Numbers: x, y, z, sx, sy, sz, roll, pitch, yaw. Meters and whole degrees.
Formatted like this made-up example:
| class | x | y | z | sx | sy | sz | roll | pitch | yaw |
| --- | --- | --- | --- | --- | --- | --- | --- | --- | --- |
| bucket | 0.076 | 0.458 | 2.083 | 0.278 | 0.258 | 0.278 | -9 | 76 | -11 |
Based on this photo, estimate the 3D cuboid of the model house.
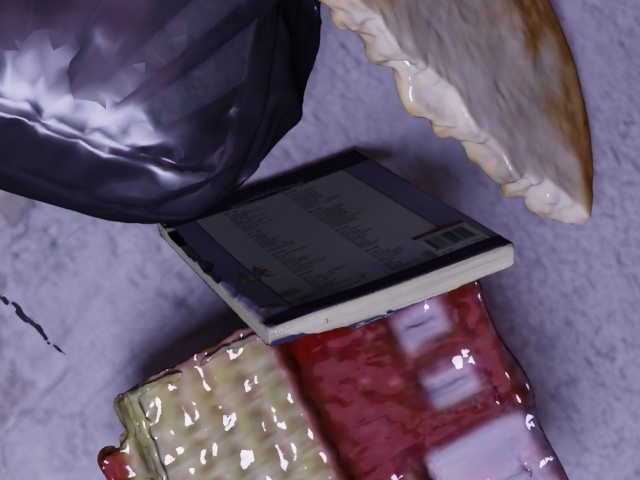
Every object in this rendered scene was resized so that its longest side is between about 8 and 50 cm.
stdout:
| class | x | y | z | sx | sy | sz | roll | pitch | yaw |
| --- | --- | --- | --- | --- | --- | --- | --- | --- | --- |
| model house | -0.001 | 0.144 | 0.883 | 0.254 | 0.160 | 0.196 | -23 | 85 | -16 |

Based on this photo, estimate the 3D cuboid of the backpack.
| class | x | y | z | sx | sy | sz | roll | pitch | yaw |
| --- | --- | --- | --- | --- | --- | --- | --- | --- | --- |
| backpack | -0.146 | -0.244 | 0.881 | 0.363 | 0.255 | 0.445 | 21 | 83 | -12 |

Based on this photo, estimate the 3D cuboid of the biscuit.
| class | x | y | z | sx | sy | sz | roll | pitch | yaw |
| --- | --- | --- | --- | --- | --- | --- | --- | --- | --- |
| biscuit | 0.100 | -0.153 | 0.963 | 0.309 | 0.040 | 0.204 | 37 | 48 | -40 |

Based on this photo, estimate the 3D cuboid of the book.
| class | x | y | z | sx | sy | sz | roll | pitch | yaw |
| --- | --- | --- | --- | --- | --- | --- | --- | --- | --- |
| book | 0.000 | 0.001 | 0.884 | 0.158 | 0.231 | 0.026 | -18 | 113 | -17 |
